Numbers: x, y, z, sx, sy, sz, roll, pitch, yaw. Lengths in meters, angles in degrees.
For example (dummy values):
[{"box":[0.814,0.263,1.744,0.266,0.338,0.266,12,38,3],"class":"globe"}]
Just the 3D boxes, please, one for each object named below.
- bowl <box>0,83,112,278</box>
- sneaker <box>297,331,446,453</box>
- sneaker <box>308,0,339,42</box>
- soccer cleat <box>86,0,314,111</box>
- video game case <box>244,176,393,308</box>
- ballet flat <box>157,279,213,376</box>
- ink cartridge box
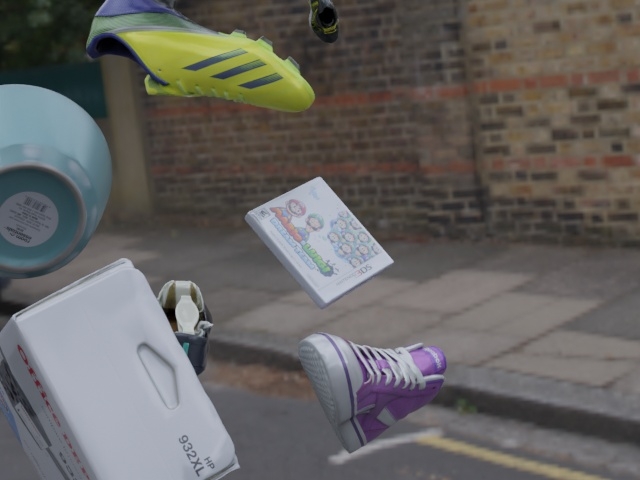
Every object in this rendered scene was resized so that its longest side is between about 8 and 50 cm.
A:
[{"box":[-0.459,-0.067,1.863,0.311,0.312,0.163,-8,27,-16],"class":"bowl"},{"box":[0.068,0.150,1.441,0.161,0.102,0.282,-28,-23,-4],"class":"sneaker"},{"box":[0.004,-0.233,1.293,0.031,0.035,0.083,-21,-33,2],"class":"sneaker"},{"box":[-0.146,-0.206,1.465,0.289,0.121,0.093,26,-18,10],"class":"soccer cleat"},{"box":[0.000,0.000,1.581,0.143,0.157,0.019,-29,-17,-42],"class":"video game case"},{"box":[-0.156,0.087,1.405,0.074,0.074,0.203,-6,24,-5],"class":"ballet flat"},{"box":[-0.226,0.169,1.234,0.129,0.223,0.307,-28,-2,-25],"class":"ink cartridge box"}]
